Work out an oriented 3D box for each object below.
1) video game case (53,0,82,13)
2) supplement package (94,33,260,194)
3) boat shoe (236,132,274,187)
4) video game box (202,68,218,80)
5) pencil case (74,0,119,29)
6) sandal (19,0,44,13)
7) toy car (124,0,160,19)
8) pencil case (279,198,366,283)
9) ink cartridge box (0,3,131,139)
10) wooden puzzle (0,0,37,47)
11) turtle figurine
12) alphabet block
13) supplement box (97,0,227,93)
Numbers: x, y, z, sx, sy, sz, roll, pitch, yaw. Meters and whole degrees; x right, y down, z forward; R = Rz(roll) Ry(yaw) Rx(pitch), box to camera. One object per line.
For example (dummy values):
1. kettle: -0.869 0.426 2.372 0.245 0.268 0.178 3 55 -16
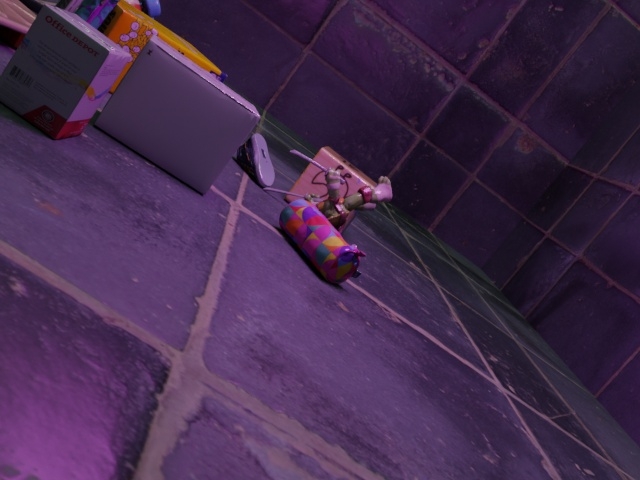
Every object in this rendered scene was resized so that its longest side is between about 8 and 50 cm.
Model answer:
1. video game case: -0.648 -0.585 1.725 0.022 0.173 0.190 37 9 -34
2. supplement package: -0.293 -0.260 1.418 0.262 0.204 0.145 34 11 -19
3. boat shoe: -0.187 -0.212 1.950 0.065 0.083 0.183 25 43 -46
4. video game box: -0.278 -0.283 1.609 0.205 0.187 0.048 45 13 36
5. pencil case: -0.526 -0.513 1.564 0.064 0.151 0.070 35 3 -33
6. sandal: -0.723 -0.592 1.874 0.255 0.054 0.097 30 2 13
7. toy car: -0.599 -0.619 2.126 0.210 0.219 0.237 6 -68 65
8. pencil case: 0.000 0.000 1.548 0.104 0.104 0.236 25 16 -49
9. ink cartridge box: -0.429 -0.280 1.146 0.128 0.176 0.127 37 11 -6
10. wooden puzzle: -0.725 -0.508 1.443 0.322 0.080 0.348 40 7 13
11. turtle figurine: 0.032 -0.138 1.802 0.266 0.197 0.274 -12 49 -29
12. alphabet block: 0.035 -0.145 2.022 0.197 0.192 0.193 36 9 -1
13. supplement box: -0.458 -0.465 1.776 0.357 0.194 0.195 23 18 -51
